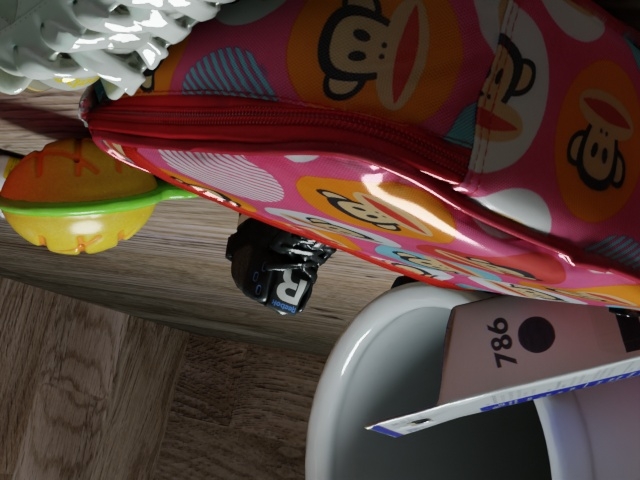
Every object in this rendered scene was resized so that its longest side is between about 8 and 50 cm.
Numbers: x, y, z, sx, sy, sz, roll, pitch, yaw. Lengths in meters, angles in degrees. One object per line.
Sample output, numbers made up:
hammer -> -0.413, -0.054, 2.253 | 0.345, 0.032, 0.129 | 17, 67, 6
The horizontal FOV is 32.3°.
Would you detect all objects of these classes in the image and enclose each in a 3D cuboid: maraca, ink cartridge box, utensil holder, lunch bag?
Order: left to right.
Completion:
maraca -> -0.191, -0.041, 0.961 | 0.186, 0.099, 0.127 | -11, -160, -40
lunch bag -> 0.040, -0.051, 0.548 | 0.293, 0.120, 0.258 | 20, 173, -40
utensil holder -> 0.234, 0.209, 1.005 | 0.385, 0.327, 0.328 | 5, 177, -34
ink cartridge box -> 0.191, 0.058, 0.712 | 0.333, 0.065, 0.165 | -15, 167, 6

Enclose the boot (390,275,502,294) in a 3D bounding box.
boot -> 0.148, 0.040, 1.111 | 0.106, 0.082, 0.219 | -10, 168, -16

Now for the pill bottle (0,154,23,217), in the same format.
pill bottle -> -0.308, -0.052, 1.136 | 0.116, 0.065, 0.065 | 16, 170, -13

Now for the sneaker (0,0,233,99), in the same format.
sneaker -> -0.071, -0.101, 0.412 | 0.087, 0.092, 0.229 | 9, 178, -43

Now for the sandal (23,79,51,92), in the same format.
sandal -> -0.159, -0.122, 0.538 | 0.049, 0.072, 0.180 | -6, 167, 14

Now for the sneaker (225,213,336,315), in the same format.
sneaker -> 0.000, 0.000, 0.847 | 0.079, 0.121, 0.217 | 17, 170, -28
